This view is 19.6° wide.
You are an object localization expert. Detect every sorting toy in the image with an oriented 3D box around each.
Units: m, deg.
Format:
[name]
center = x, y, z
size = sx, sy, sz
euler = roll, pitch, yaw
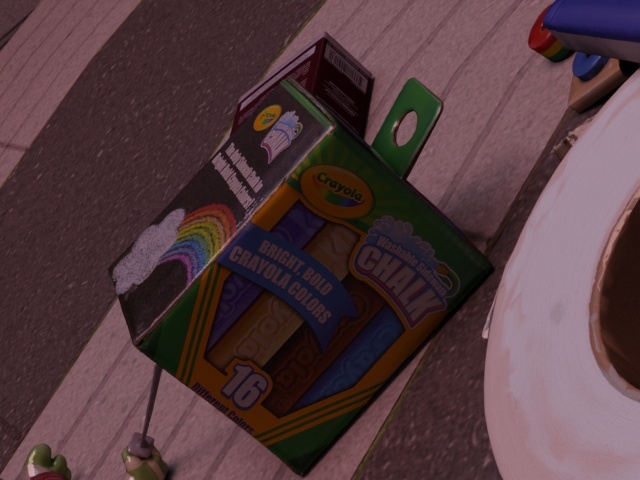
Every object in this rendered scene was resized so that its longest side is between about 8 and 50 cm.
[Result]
[sorting toy]
center = 0.239, -0.192, 1.442
size = 0.274, 0.046, 0.132
euler = -37, 30, 49

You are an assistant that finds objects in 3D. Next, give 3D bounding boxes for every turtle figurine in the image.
[turtle figurine]
center = -0.245, 0.182, 1.602
size = 0.198, 0.274, 0.266
euler = -20, 8, -22

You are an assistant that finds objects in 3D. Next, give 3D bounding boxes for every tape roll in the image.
[tape roll]
center = 0.249, 0.016, 1.052
size = 0.392, 0.072, 0.392
euler = -41, 31, 31

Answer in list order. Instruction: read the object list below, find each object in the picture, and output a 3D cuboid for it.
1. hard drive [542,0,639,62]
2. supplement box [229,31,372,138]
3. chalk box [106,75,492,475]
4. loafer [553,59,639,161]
[hard drive]
center = 0.259, -0.201, 1.196
size = 0.210, 0.040, 0.318
euler = -45, 9, 2
[supplement box]
center = -0.029, -0.081, 1.768
size = 0.130, 0.073, 0.239
euler = -35, 26, 31
[chalk box]
center = 0.000, 0.000, 1.459
size = 0.289, 0.179, 0.180
euler = -46, 22, 4
[loafer]
center = 0.250, -0.130, 1.281
size = 0.251, 0.087, 0.094
euler = -54, -12, -9
